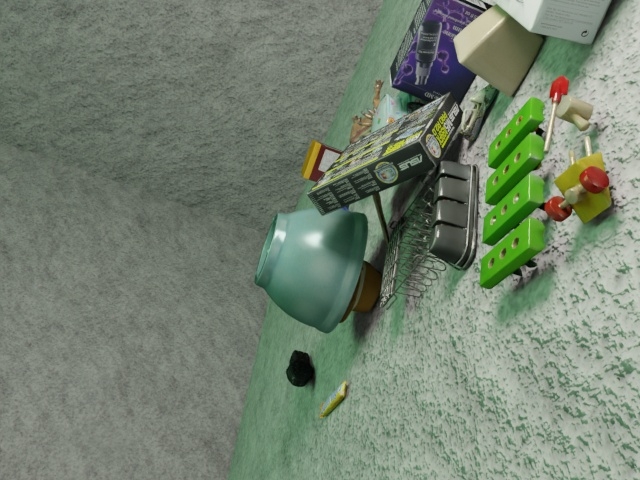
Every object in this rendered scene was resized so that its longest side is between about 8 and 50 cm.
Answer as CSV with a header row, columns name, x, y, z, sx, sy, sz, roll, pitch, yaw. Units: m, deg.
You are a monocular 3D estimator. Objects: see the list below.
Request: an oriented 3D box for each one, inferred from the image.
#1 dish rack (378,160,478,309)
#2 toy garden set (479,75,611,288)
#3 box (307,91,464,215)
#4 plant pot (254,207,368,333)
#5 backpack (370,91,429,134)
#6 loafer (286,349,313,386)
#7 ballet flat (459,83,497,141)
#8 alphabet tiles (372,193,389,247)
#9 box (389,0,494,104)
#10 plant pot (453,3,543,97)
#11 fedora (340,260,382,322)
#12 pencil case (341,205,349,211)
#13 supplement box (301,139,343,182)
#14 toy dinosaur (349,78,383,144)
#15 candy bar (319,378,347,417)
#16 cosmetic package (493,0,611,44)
name,x,y,z,sx,sy,sz,roll,pitch,yaw
dish rack,0.181,0.002,0.986,0.271,0.074,0.208,119,169,-54
toy garden set,0.273,-0.081,0.674,0.204,0.049,0.244,120,168,-57
box,0.126,-0.166,1.072,0.270,0.060,0.216,-22,23,39
plant pot,-0.037,0.047,1.277,0.293,0.196,0.293,-162,90,-80
backpack,0.190,-0.258,1.258,0.166,0.144,0.188,113,175,-57
loafer,-0.065,0.394,1.646,0.223,0.076,0.078,-110,35,-84
ballet flat,0.279,-0.235,0.986,0.041,0.041,0.114,-102,32,-74
alphabet tiles,0.133,-0.102,1.305,0.237,0.009,0.198,-87,-20,-61
box,0.252,-0.394,1.132,0.108,0.153,0.207,-83,14,-53
plant pot,0.292,-0.318,0.895,0.096,0.109,0.109,-51,19,36
fedora,0.091,0.104,1.278,0.194,0.079,0.194,-162,90,-79
pencil case,0.000,0.000,1.922,0.133,0.119,0.306,61,137,40
supplement box,0.045,-0.261,1.971,0.191,0.194,0.129,-109,39,-76
toy dinosaur,0.146,-0.324,1.610,0.295,0.127,0.200,-47,16,48
candy bar,0.031,0.368,1.278,0.161,0.018,0.040,121,166,-49
cosmetic package,0.329,-0.477,0.778,0.377,0.097,0.284,-92,14,-55
